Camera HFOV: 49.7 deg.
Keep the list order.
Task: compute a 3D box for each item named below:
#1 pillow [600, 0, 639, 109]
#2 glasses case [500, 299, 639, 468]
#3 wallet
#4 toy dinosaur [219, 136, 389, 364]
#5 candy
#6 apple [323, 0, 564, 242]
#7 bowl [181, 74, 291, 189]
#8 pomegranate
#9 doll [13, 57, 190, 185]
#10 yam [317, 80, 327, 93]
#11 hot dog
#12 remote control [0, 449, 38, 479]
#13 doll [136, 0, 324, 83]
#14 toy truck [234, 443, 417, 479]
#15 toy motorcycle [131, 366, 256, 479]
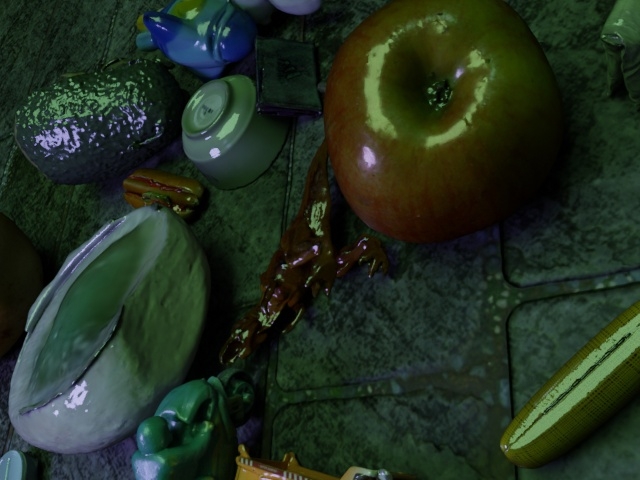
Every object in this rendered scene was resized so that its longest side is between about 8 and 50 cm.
[{"bbox_3d":[0.371,-0.255,0.776,0.078,0.134,0.181,27,86,33],"label":"pillow"},{"bbox_3d":[0.272,0.137,0.678,0.234,0.079,0.064,-47,53,10],"label":"glasses case"},{"bbox_3d":[-0.057,-0.279,1.172,0.030,0.111,0.165,116,154,-57],"label":"wallet"},{"bbox_3d":[0.000,0.000,0.974,0.208,0.097,0.432,14,73,53],"label":"toy dinosaur"},{"bbox_3d":[-0.342,0.157,1.105,0.427,0.186,0.386,-27,44,29],"label":"candy"},{"bbox_3d":[0.132,-0.151,0.819,0.302,0.302,0.301,-19,56,31],"label":"apple"},{"bbox_3d":[-0.164,-0.205,1.208,0.212,0.112,0.211,-19,55,30],"label":"bowl"},{"bbox_3d":[-0.766,0.095,1.357,0.417,0.417,0.416,-19,56,31],"label":"pomegranate"},{"bbox_3d":[-0.426,-0.247,1.373,0.350,0.247,0.247,-13,59,23],"label":"doll"},{"bbox_3d":[0.079,-0.228,1.072,0.234,0.029,0.027,19,51,44],"label":"yam"},{"bbox_3d":[-0.294,-0.088,1.285,0.236,0.062,0.092,12,72,42],"label":"hot dog"},{"bbox_3d":[-0.534,0.485,1.182,0.104,0.052,0.247,-25,54,30],"label":"remote control"},{"bbox_3d":[-0.186,-0.436,1.322,0.366,0.187,0.376,-37,25,7],"label":"doll"},{"bbox_3d":[0.019,0.311,0.776,0.271,0.114,0.135,0,72,43],"label":"toy truck"},{"bbox_3d":[-0.158,0.294,0.871,0.109,0.198,0.296,-7,64,32],"label":"toy motorcycle"}]
